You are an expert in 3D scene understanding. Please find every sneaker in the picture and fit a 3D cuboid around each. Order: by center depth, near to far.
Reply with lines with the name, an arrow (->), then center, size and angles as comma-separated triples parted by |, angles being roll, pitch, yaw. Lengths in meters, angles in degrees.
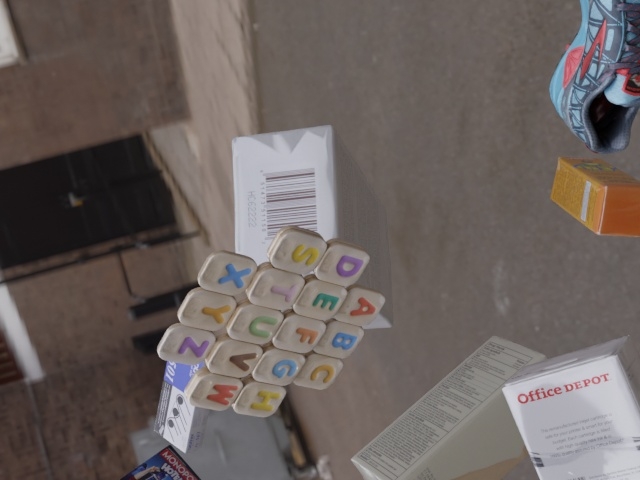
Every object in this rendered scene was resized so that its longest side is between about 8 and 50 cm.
sneaker -> 0.318, -0.194, 1.065 | 0.261, 0.104, 0.125 | 93, 168, -51

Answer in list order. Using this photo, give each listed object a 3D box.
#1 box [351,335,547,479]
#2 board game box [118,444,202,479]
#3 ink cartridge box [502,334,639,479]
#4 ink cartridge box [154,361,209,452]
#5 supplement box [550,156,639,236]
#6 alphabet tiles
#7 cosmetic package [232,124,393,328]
box -> 0.218, 0.295, 1.594 | 0.121, 0.311, 0.148 | 58, 165, -20
board game box -> -0.212, 0.423, 1.620 | 0.194, 0.194, 0.060 | 45, 140, 18
ink cartridge box -> 0.306, 0.218, 1.151 | 0.082, 0.140, 0.190 | -22, -90, -58
ink cartridge box -> -0.255, 0.289, 1.994 | 0.097, 0.046, 0.207 | 25, 111, 37
supplement box -> 0.422, -0.070, 1.590 | 0.233, 0.078, 0.080 | -112, 25, -76
alphabet tiles -> -0.057, 0.112, 1.357 | 0.284, 0.278, 0.021 | -59, 38, 19
cosmetic package -> 0.000, 0.000, 1.702 | 0.453, 0.162, 0.230 | 47, -141, -70
